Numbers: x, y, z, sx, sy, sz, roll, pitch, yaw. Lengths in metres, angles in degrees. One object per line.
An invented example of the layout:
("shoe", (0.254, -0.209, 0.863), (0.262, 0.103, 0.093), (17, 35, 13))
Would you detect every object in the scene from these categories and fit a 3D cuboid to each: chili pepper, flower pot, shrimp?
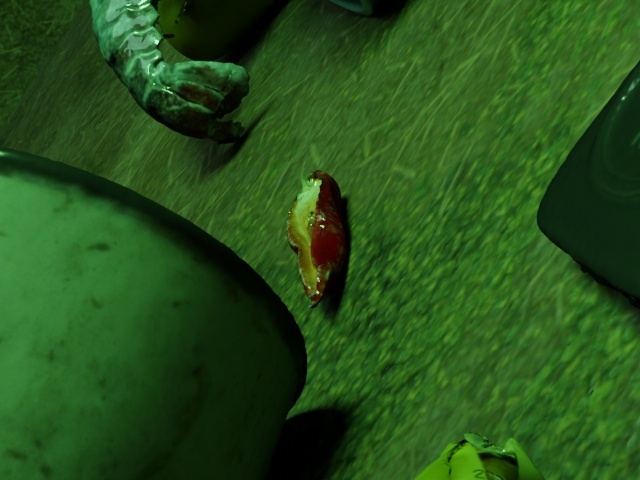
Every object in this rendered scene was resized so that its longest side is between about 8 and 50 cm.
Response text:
("chili pepper", (0.000, 0.000, 1.186), (0.045, 0.027, 0.178), (-54, 15, 18))
("flower pot", (-0.192, 0.159, 0.967), (0.293, 0.294, 0.330), (-32, 32, 53))
("shrimp", (-0.143, -0.262, 1.662), (0.221, 0.166, 0.410), (100, 171, -55))

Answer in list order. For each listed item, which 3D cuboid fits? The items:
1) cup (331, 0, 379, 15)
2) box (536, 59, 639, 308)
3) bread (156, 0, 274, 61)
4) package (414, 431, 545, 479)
("cup", (0.034, -0.366, 1.416), (0.311, 0.257, 0.331), (-54, 13, -1))
("box", (0.173, -0.063, 0.796), (0.201, 0.042, 0.212), (-55, 15, 6))
("bread", (-0.029, -0.321, 1.756), (0.383, 0.112, 0.166), (-48, 40, 36))
("package", (0.043, 0.156, 0.640), (0.168, 0.090, 0.226), (-50, 19, 6))
